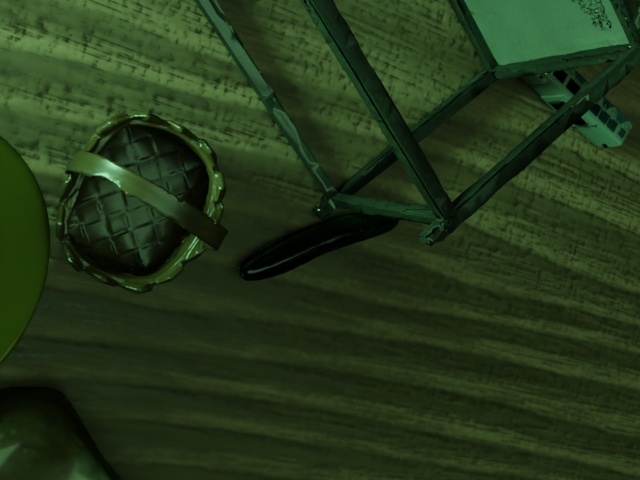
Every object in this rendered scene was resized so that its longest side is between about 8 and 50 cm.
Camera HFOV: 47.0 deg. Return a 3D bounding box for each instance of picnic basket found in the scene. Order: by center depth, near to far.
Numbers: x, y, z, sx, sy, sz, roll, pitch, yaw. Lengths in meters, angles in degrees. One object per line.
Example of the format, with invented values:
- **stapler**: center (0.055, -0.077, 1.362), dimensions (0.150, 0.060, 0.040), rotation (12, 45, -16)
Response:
- **picnic basket**: center (-0.138, -0.028, 0.573), dimensions (0.128, 0.178, 0.138), rotation (28, 86, -25)

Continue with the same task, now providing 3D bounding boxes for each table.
- **table**: center (0.054, -0.215, 0.612), dimensions (0.272, 0.222, 0.335), rotation (-40, 111, -14)

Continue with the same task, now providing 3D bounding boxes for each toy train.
- **toy train**: center (0.262, -0.174, 0.810), dimensions (0.207, 0.043, 0.047), rotation (34, 82, -25)

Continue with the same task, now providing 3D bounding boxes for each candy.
- **candy**: center (-0.212, 0.232, 0.618), dimensions (0.102, 0.104, 0.234), rotation (-32, 109, -16)

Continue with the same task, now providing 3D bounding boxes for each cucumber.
- **cucumber**: center (0.000, 0.000, 0.723), dimensions (0.184, 0.033, 0.036), rotation (-20, 80, -21)

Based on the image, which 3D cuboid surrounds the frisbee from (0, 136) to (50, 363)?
- **frisbee**: center (-0.286, 0.025, 0.528), dimensions (0.236, 0.017, 0.236), rotation (-38, 136, -49)
